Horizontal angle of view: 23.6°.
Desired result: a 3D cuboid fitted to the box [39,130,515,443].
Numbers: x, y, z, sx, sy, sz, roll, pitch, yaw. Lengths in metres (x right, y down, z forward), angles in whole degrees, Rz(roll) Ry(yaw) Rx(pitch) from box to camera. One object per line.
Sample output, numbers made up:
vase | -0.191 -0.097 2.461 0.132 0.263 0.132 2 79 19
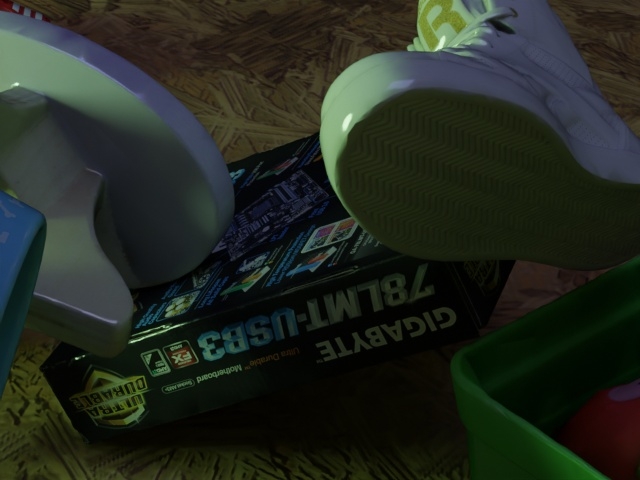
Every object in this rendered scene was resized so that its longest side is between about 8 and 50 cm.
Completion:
box | 0.000 0.000 1.026 0.293 0.073 0.295 -19 19 27

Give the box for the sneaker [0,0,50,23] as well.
sneaker | -0.309 -0.169 1.339 0.128 0.087 0.221 15 34 12

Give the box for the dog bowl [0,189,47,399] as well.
dog bowl | -0.210 0.103 0.767 0.074 0.297 0.166 16 -7 -5

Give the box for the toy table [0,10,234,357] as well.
toy table | -0.208 -0.024 0.933 0.274 0.252 0.161 10 33 17

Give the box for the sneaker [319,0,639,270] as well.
sneaker | 0.073 -0.080 0.842 0.292 0.108 0.169 15 40 -52

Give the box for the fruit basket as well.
fruit basket | 0.287 0.063 0.868 0.392 0.392 0.283 -23 44 -40
